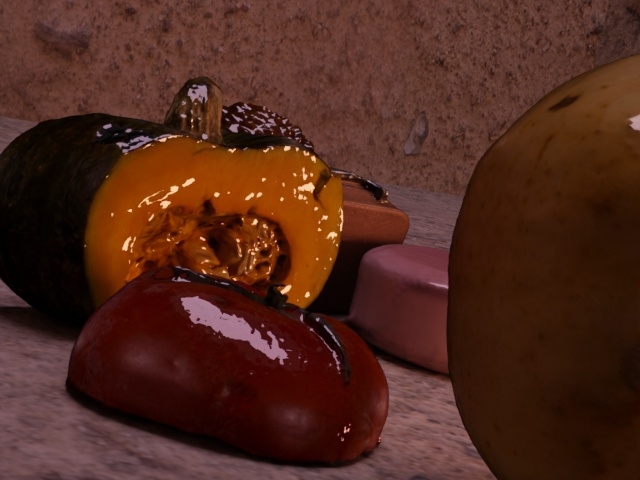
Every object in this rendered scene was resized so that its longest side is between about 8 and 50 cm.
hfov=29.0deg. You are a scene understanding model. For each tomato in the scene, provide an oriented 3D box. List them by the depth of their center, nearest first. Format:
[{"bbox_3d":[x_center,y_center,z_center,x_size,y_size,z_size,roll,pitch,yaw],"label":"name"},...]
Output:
[{"bbox_3d":[-0.057,0.072,0.866,0.228,0.101,0.228,13,4,-1],"label":"tomato"}]

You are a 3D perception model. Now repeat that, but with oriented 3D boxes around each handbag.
[{"bbox_3d":[0.000,0.000,1.298,0.193,0.151,0.072,5,28,-45],"label":"handbag"}]

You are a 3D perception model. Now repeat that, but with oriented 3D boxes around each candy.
[{"bbox_3d":[0.144,0.071,1.220,0.255,0.094,0.255,12,7,-2],"label":"candy"}]

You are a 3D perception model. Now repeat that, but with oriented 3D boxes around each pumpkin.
[{"bbox_3d":[-0.122,-0.032,1.071,0.317,0.222,0.139,5,11,-41],"label":"pumpkin"}]

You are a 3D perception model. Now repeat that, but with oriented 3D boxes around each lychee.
[{"bbox_3d":[-0.110,-0.090,1.649,0.238,0.200,0.200,34,7,-1],"label":"lychee"}]

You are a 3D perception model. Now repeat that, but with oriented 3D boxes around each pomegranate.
[{"bbox_3d":[0.230,0.038,0.686,0.342,0.342,0.342,12,7,-1],"label":"pomegranate"}]

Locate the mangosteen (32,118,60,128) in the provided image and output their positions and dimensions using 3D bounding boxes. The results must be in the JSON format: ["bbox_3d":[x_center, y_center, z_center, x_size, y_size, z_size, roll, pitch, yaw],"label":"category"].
[{"bbox_3d":[-0.260,-0.058,1.351,0.156,0.146,0.181,11,6,-28],"label":"mangosteen"}]
